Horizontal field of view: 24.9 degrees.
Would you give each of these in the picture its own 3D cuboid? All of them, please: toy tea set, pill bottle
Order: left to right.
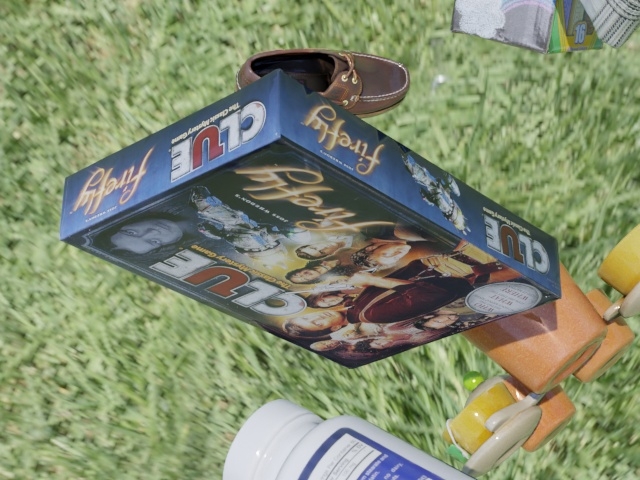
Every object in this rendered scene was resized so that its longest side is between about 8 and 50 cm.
[{"bbox_3d":[0.029,0.185,1.001,0.187,0.112,0.112,25,81,32],"label":"pill bottle"},{"bbox_3d":[0.164,0.079,1.190,0.200,0.336,0.124,-30,68,-32],"label":"toy tea set"}]

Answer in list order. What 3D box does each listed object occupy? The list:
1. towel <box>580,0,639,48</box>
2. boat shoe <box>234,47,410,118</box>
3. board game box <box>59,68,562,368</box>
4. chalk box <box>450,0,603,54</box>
[{"bbox_3d":[0.254,-0.382,1.286,0.056,0.312,0.324,-15,71,-20],"label":"towel"},{"bbox_3d":[0.008,-0.181,1.635,0.207,0.073,0.073,-5,67,-16],"label":"boat shoe"},{"bbox_3d":[0.000,0.000,0.818,0.165,0.243,0.042,-22,55,37],"label":"board game box"},{"bbox_3d":[0.244,-0.323,1.595,0.132,0.132,0.213,20,109,35],"label":"chalk box"}]
